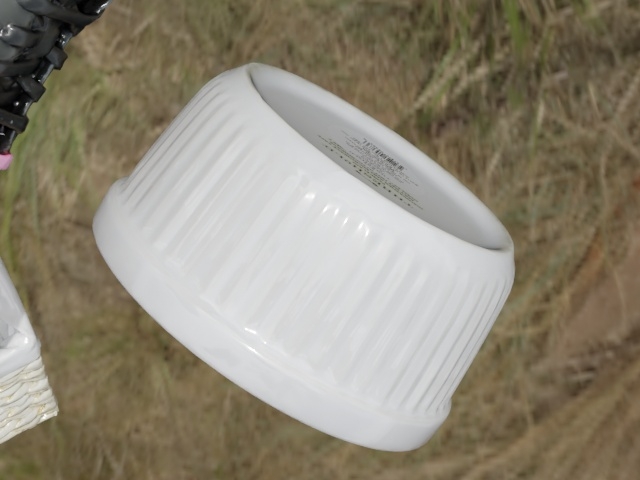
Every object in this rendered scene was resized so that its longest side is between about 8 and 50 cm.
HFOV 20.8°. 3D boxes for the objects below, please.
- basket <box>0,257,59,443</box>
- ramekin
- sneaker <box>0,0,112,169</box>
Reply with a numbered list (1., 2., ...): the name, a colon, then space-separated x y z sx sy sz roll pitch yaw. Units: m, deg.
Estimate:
1. basket: -0.262 0.083 1.104 0.167 0.113 0.103 -26 149 -10
2. ramekin: 0.000 0.000 0.879 0.207 0.207 0.109 31 104 -13
3. sneaker: -0.106 -0.094 0.664 0.147 0.104 0.296 10 87 14
